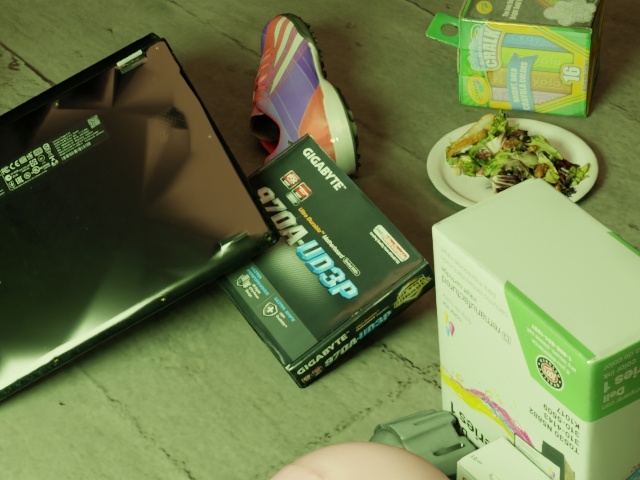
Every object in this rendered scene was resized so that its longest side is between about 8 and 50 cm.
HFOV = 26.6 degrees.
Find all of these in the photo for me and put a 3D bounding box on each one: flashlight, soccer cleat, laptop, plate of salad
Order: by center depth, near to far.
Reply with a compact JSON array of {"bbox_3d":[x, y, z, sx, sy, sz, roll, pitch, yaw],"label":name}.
[{"bbox_3d":[-0.023,0.222,1.163,0.304,0.103,0.103,-16,54,-22],"label":"flashlight"},{"bbox_3d":[-0.286,-0.037,1.484,0.382,0.236,0.408,-30,70,-3],"label":"laptop"},{"bbox_3d":[0.224,-0.096,1.584,0.200,0.048,0.200,-2,37,1],"label":"plate of salad"},{"bbox_3d":[-0.044,-0.180,1.673,0.116,0.108,0.318,-14,41,-7],"label":"soccer cleat"}]

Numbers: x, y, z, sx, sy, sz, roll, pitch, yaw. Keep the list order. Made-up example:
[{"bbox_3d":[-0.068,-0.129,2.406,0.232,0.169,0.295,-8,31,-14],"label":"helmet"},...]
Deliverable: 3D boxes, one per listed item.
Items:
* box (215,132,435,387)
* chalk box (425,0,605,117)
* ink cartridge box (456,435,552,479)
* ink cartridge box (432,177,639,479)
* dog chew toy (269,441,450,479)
[{"bbox_3d":[-0.016,0.017,1.379,0.175,0.051,0.220,-37,56,-5],"label":"box"},{"bbox_3d":[0.243,-0.251,1.717,0.213,0.132,0.132,8,40,16],"label":"chalk box"},{"bbox_3d":[0.155,0.235,1.103,0.052,0.122,0.088,-25,43,-25],"label":"ink cartridge box"},{"bbox_3d":[0.198,0.121,1.122,0.117,0.278,0.201,-25,43,-21],"label":"ink cartridge box"},{"bbox_3d":[-0.027,0.298,0.988,0.332,0.206,0.206,-36,47,-20],"label":"dog chew toy"}]
